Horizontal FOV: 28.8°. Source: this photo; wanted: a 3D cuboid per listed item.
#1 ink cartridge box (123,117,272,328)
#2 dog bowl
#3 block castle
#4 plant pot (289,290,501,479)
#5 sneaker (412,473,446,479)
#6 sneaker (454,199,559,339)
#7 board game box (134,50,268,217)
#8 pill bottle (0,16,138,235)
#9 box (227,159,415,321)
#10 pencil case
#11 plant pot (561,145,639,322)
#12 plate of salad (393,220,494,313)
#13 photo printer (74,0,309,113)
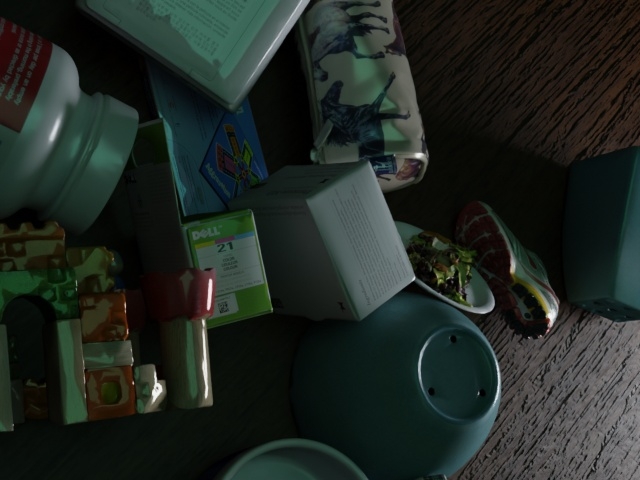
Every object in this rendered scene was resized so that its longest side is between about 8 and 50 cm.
[{"bbox_3d":[-0.161,-0.026,1.551,0.097,0.189,0.255,-13,95,-26],"label":"ink cartridge box"},{"bbox_3d":[-0.050,0.388,1.579,0.265,0.104,0.265,9,72,-27],"label":"dog bowl"},{"bbox_3d":[-0.362,0.102,1.372,0.453,0.303,0.213,-2,84,-30],"label":"block castle"},{"bbox_3d":[0.130,0.194,1.682,0.290,0.195,0.290,8,72,-27],"label":"plant pot"},{"bbox_3d":[0.159,0.420,1.658,0.095,0.090,0.235,-24,113,-5],"label":"sneaker"},{"bbox_3d":[0.283,0.039,1.890,0.225,0.088,0.093,59,37,-3],"label":"sneaker"},{"bbox_3d":[-0.155,-0.142,1.716,0.145,0.027,0.281,-10,81,-30],"label":"board game box"},{"bbox_3d":[-0.432,-0.164,1.447,0.407,0.229,0.229,25,65,-21],"label":"pill bottle"},{"bbox_3d":[0.000,0.000,1.650,0.119,0.181,0.182,-35,111,-33],"label":"box"},{"bbox_3d":[0.033,-0.270,1.780,0.183,0.160,0.410,-4,78,-42],"label":"pencil case"},{"bbox_3d":[0.481,0.001,1.962,0.165,0.165,0.234,22,74,-23],"label":"plant pot"},{"bbox_3d":[0.172,0.029,1.780,0.200,0.048,0.200,30,23,-14],"label":"plate of salad"},{"bbox_3d":[-0.137,-0.363,1.649,0.256,0.107,0.307,33,87,-13],"label":"photo printer"}]
